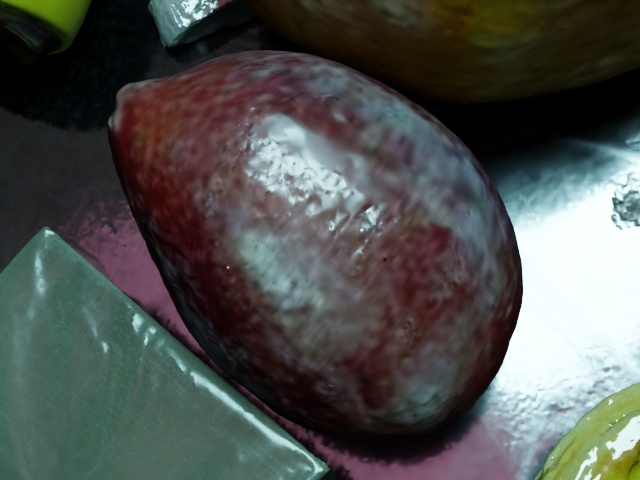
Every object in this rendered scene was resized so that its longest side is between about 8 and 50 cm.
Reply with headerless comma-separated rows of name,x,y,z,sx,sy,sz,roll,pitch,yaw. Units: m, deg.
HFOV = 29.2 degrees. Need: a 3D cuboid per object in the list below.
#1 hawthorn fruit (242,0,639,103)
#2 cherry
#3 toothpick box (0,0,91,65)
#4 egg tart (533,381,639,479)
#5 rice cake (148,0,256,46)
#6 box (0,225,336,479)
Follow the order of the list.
hawthorn fruit,0.113,-0.272,0.714,0.403,0.403,0.403,-1,76,6
cherry,0.000,0.000,0.741,0.203,0.230,0.300,-46,115,7
toothpick box,-0.220,-0.269,0.876,0.175,0.175,0.271,9,80,8
egg tart,0.258,0.224,0.736,0.315,0.120,0.315,-1,75,4
rice cake,-0.035,-0.209,0.912,0.206,0.036,0.047,-33,67,-2
box,-0.123,0.134,0.780,0.231,0.155,0.149,39,81,14
